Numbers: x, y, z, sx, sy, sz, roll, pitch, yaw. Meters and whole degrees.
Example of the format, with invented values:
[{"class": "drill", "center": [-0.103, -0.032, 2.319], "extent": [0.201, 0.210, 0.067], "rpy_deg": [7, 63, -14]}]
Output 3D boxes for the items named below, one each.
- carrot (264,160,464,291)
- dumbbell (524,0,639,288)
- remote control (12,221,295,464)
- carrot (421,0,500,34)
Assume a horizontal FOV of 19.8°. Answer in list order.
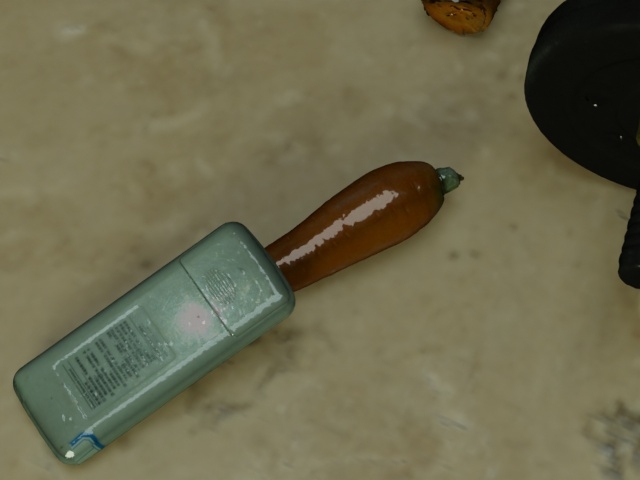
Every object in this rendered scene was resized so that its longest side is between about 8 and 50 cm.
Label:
[{"class": "carrot", "center": [0.000, 0.000, 0.815], "extent": [0.142, 0.035, 0.035], "rpy_deg": [-27, 67, -8]}, {"class": "dumbbell", "center": [0.178, -0.123, 0.813], "extent": [0.143, 0.143, 0.325], "rpy_deg": [15, 65, 7]}, {"class": "remote control", "center": [-0.072, 0.044, 0.789], "extent": [0.124, 0.018, 0.053], "rpy_deg": [-36, 69, -3]}, {"class": "carrot", "center": [0.088, -0.175, 0.893], "extent": [0.055, 0.055, 0.161], "rpy_deg": [18, 72, 9]}]
